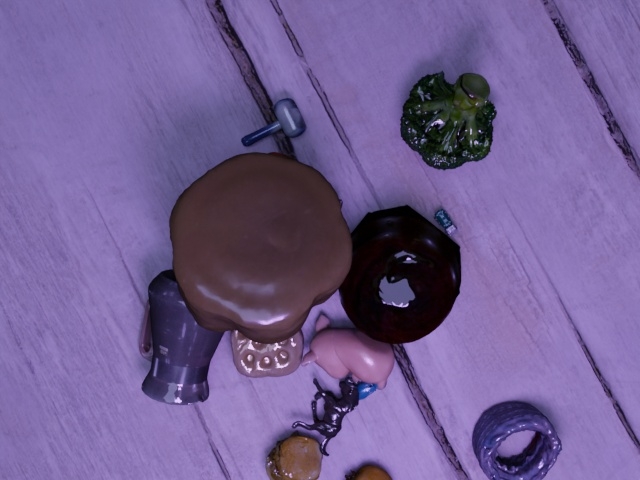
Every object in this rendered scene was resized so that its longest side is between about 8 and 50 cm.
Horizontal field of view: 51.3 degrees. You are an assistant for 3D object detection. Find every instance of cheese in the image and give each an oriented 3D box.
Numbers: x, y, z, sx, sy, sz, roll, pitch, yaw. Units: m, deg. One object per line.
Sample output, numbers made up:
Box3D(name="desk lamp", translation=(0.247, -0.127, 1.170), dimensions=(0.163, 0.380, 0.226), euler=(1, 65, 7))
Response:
Box3D(name="cheese", translation=(-0.161, 0.296, 1.937), dimensions=(0.218, 0.117, 0.235), euler=(-39, 90, 5))

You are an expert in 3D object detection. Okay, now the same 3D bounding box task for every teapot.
Box3D(name="teapot", translation=(-0.401, 0.263, 1.905), dimensions=(0.300, 0.253, 0.344), euler=(18, 99, 36))

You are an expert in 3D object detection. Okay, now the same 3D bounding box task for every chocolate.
Box3D(name="chocolate", translation=(0.211, 0.097, 1.806), dimensions=(0.383, 0.331, 0.384), euler=(0, 90, 5))

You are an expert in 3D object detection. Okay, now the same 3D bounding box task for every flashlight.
Box3D(name="flashlight", translation=(0.136, 0.432, 1.960), dimensions=(0.129, 0.051, 0.051), euler=(-28, 90, 10))

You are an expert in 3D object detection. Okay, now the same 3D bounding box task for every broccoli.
Box3D(name="broccoli", translation=(0.365, -0.346, 1.812), dimensions=(0.297, 0.297, 0.298), euler=(7, 62, -14))

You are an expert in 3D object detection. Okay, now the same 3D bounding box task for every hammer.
Box3D(name="hammer", translation=(-0.145, -0.329, 1.945), dimensions=(0.194, 0.069, 0.116), euler=(-26, 91, 9))

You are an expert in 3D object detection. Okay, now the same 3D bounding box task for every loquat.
Box3D(name="loquat", translation=(0.140, 0.725, 1.923), dimensions=(0.163, 0.137, 0.163), euler=(5, 109, 14))

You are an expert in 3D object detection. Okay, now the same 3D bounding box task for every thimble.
Box3D(name="thimble", translation=(0.552, 0.578, 1.877), dimensions=(0.236, 0.172, 0.205), euler=(-25, 93, 2))

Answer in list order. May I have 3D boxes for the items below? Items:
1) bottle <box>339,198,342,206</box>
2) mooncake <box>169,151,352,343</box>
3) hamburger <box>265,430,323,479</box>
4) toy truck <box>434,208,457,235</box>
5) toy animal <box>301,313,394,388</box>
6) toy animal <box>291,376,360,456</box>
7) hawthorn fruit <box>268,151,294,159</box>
Box3D(name="bottle", translation=(0.000, 0.000, 1.921), dimensions=(0.112, 0.112, 0.260), euler=(15, 92, 3))
Box3D(name="mooncake", translation=(-0.153, 0.023, 1.685), dimensions=(0.467, 0.262, 0.467), euler=(1, 69, -2))
Box3D(name="hamburger", translation=(-0.079, 0.640, 1.935), dimensions=(0.159, 0.131, 0.185), euler=(17, 50, -13))
Box3D(name="toy truck", translation=(0.363, -0.052, 1.931), dimensions=(0.039, 0.044, 0.083), euler=(-36, 89, 7))
Box3D(name="toy animal", translation=(0.086, 0.324, 1.894), dimensions=(0.250, 0.166, 0.154), euler=(11, 122, 11))
Box3D(name="toy animal", translation=(0.025, 0.494, 1.922), dimensions=(0.148, 0.084, 0.233), euler=(19, 78, 28))
Box3D(name="hawthorn fruit", translation=(-0.128, -0.146, 1.914), dimensions=(0.162, 0.162, 0.203), euler=(29, 109, 2))
